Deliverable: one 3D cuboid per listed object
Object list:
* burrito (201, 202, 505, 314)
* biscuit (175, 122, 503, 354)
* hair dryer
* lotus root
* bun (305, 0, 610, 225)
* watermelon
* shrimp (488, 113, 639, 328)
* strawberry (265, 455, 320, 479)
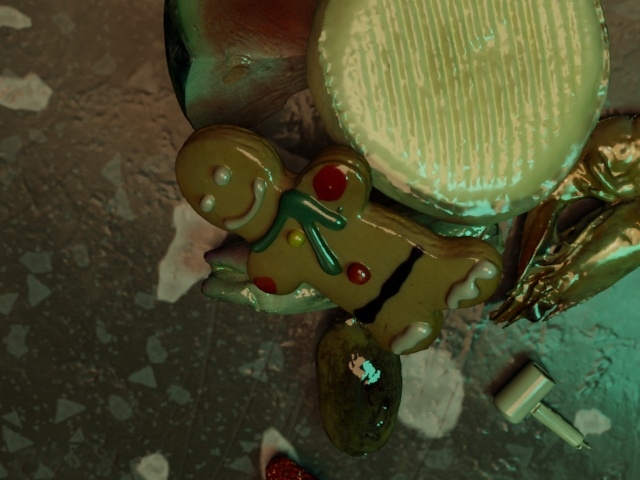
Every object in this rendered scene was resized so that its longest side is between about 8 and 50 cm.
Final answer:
[{"bbox_3d":[0.032,0.020,1.000,0.309,0.066,0.096,-11,99,4],"label":"burrito"},{"bbox_3d":[0.000,0.000,0.897,0.301,0.049,0.197,33,132,-4],"label":"biscuit"},{"bbox_3d":[0.248,0.186,1.055,0.124,0.038,0.063,38,103,-14],"label":"hair dryer"},{"bbox_3d":[0.041,0.151,1.024,0.089,0.080,0.179,-2,113,3],"label":"lotus root"},{"bbox_3d":[0.121,-0.161,0.910,0.287,0.146,0.287,-2,99,-10],"label":"bun"},{"bbox_3d":[-0.079,-0.205,0.957,0.202,0.136,0.207,10,76,-38],"label":"watermelon"},{"bbox_3d":[0.262,-0.013,0.988,0.145,0.061,0.267,42,105,0],"label":"shrimp"},{"bbox_3d":[-0.032,0.274,1.071,0.073,0.073,0.083,-41,87,11],"label":"strawberry"}]
